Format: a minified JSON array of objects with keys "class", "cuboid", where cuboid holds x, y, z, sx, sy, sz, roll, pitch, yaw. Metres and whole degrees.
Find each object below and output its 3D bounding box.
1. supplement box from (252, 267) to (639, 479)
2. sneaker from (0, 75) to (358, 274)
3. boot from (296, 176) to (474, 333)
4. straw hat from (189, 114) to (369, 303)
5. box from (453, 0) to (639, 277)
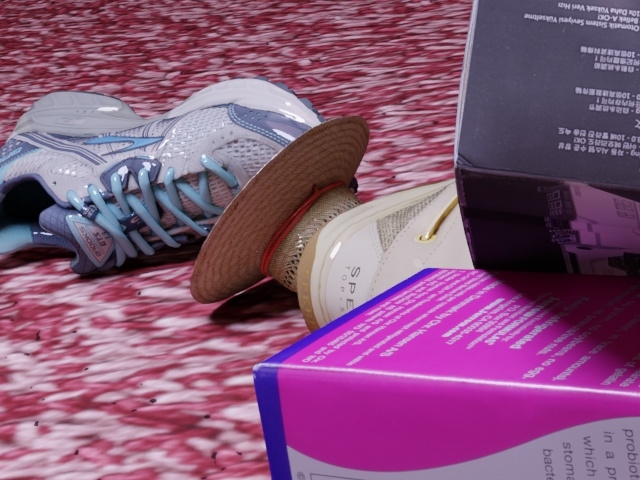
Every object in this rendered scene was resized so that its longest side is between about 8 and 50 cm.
[{"class":"supplement box","cuboid":[0.103,0.080,0.611,0.220,0.111,0.114,3,19,37]},{"class":"sneaker","cuboid":[-0.105,-0.024,1.177,0.283,0.110,0.122,-2,36,37]},{"class":"boot","cuboid":[0.146,-0.004,0.899,0.262,0.095,0.203,-23,19,-30]},{"class":"straw hat","cuboid":[0.000,0.000,1.034,0.061,0.144,0.144,42,39,16]},{"class":"box","cuboid":[0.205,-0.017,0.632,0.308,0.076,0.242,7,-9,7]}]
